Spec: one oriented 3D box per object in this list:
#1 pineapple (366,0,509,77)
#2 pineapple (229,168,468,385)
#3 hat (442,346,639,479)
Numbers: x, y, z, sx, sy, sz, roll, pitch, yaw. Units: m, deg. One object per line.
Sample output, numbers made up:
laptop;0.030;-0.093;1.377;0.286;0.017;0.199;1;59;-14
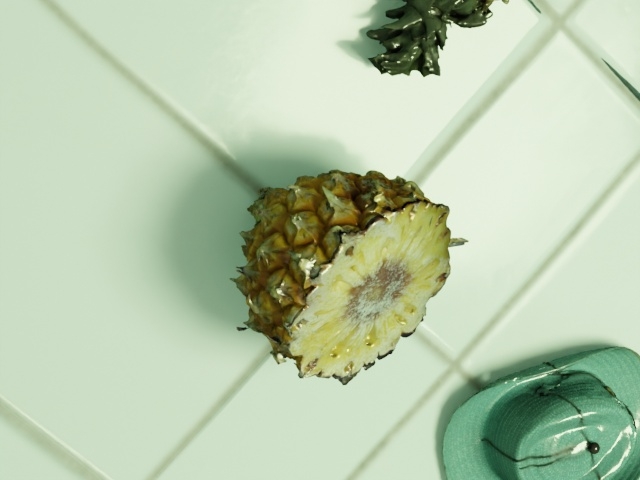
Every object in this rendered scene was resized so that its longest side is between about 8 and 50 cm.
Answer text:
pineapple;0.105;-0.196;1.327;0.108;0.108;0.197;31;105;-21
pineapple;-0.002;0.003;1.326;0.176;0.137;0.161;-5;128;-50
hat;0.194;0.159;1.442;0.191;0.078;0.138;-25;107;-10
